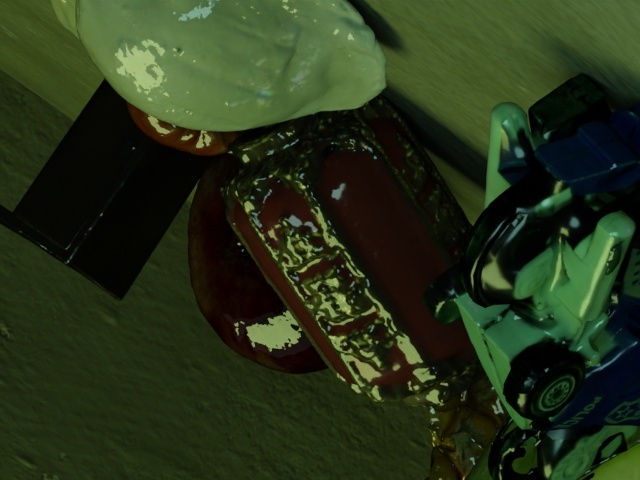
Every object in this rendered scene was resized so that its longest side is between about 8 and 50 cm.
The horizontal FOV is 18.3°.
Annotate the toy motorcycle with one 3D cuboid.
[{"bbox_3d":[0.176,0.042,1.236,0.125,0.196,0.331,49,163,35],"label":"toy motorcycle"}]

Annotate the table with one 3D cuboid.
[{"bbox_3d":[-0.257,-0.131,1.895,0.282,0.250,0.196,33,175,13],"label":"table"}]

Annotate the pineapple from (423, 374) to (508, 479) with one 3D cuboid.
[{"bbox_3d":[0.236,0.134,1.738,0.209,0.286,0.344,1,-162,28],"label":"pineapple"}]

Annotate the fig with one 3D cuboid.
[{"bbox_3d":[-0.009,0.004,1.827,0.235,0.235,0.214,28,177,43],"label":"fig"}]

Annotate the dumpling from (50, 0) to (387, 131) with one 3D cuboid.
[{"bbox_3d":[-0.072,-0.155,1.358,0.252,0.131,0.179,22,151,3],"label":"dumpling"}]

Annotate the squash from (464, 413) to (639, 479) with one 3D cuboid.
[{"bbox_3d":[0.171,0.281,1.534,0.233,0.309,0.210,35,174,-37],"label":"squash"}]

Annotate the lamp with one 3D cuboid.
[{"bbox_3d":[0.037,0.007,1.614,0.274,0.177,0.177,54,168,-15],"label":"lamp"}]

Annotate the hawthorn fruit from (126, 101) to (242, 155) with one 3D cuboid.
[{"bbox_3d":[-0.100,-0.137,1.673,0.125,0.125,0.140,33,-162,4],"label":"hawthorn fruit"}]
